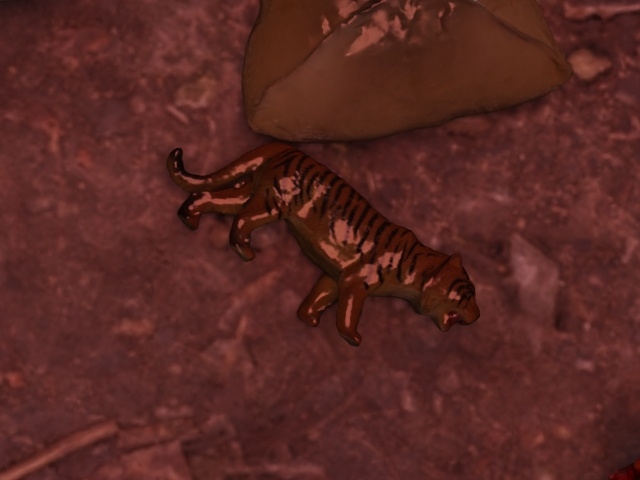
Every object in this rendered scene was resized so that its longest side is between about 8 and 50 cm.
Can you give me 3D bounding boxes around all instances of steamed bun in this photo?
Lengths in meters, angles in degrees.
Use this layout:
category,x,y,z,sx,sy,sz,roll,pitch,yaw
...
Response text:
category,x,y,z,sx,sy,sz,roll,pitch,yaw
steamed bun,0.044,-0.183,1.330,0.231,0.110,0.213,-14,84,-8

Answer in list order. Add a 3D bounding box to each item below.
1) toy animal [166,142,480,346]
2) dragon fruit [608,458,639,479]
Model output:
category,x,y,z,sx,sy,sz,roll,pitch,yaw
toy animal,0.000,0.000,1.336,0.241,0.057,0.099,39,76,3
dragon fruit,0.288,0.199,1.258,0.268,0.205,0.210,-14,88,4
